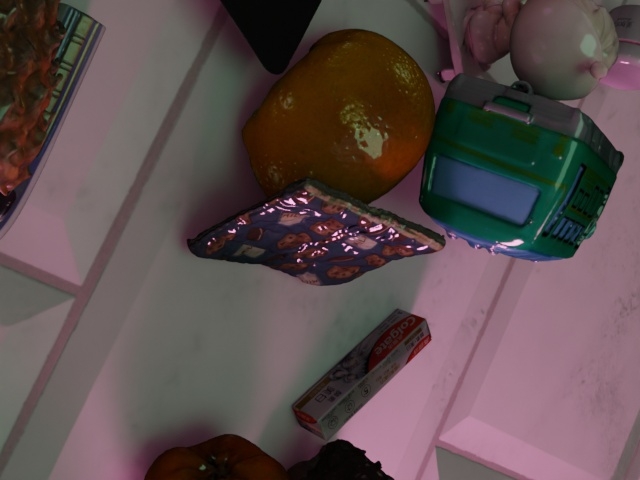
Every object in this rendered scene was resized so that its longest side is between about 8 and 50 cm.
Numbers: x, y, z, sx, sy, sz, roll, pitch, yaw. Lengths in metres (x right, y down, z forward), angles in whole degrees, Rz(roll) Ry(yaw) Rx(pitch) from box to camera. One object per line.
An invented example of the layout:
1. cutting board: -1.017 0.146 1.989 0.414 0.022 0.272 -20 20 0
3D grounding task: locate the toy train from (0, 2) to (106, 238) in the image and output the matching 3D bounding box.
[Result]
1. toy train: -0.269 -0.092 0.819 0.055 0.048 0.252 26 85 -41

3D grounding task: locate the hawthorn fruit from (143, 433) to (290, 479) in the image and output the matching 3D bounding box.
1. hawthorn fruit: -0.116 0.313 0.995 0.189 0.189 0.189 -14 111 -39

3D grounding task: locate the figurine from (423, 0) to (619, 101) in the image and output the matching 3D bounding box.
1. figurine: 0.260 -0.255 1.114 0.144 0.256 0.182 -9 110 -38

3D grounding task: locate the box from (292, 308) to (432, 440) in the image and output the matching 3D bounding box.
1. box: 0.059 0.174 1.192 0.218 0.055 0.039 -38 127 -27

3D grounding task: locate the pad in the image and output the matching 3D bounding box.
1. pad: -0.079 -0.315 0.914 0.267 0.004 0.181 54 45 -37

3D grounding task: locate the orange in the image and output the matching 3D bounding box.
1. orange: 0.032 -0.134 1.007 0.237 0.158 0.179 -42 110 -24

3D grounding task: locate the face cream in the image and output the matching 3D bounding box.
1. face cream: 0.481 -0.299 1.398 0.117 0.117 0.104 32 73 -43

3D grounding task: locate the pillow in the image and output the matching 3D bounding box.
1. pillow: -0.002 0.000 1.006 0.255 0.189 0.034 17 60 -46

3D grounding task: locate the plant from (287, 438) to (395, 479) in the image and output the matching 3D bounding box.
1. plant: 0.029 0.332 1.122 0.142 0.203 0.131 -49 115 -11

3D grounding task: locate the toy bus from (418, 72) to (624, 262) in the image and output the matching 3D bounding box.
1. toy bus: 0.263 -0.077 1.157 0.343 0.183 0.199 9 102 -63

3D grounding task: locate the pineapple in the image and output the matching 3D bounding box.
1. pineapple: -0.276 -0.226 0.682 0.202 0.202 0.362 17 83 -44
